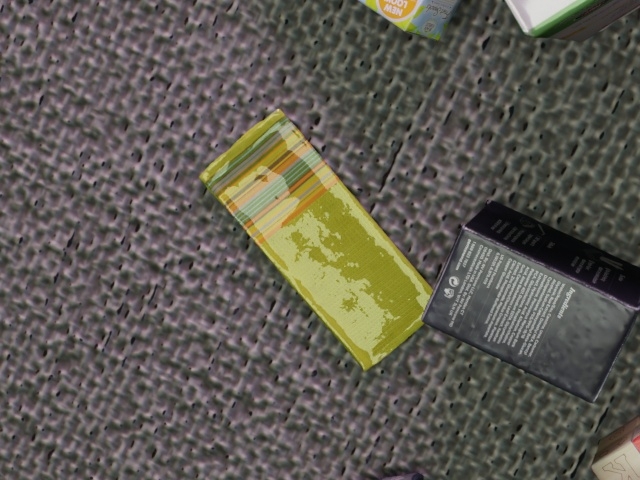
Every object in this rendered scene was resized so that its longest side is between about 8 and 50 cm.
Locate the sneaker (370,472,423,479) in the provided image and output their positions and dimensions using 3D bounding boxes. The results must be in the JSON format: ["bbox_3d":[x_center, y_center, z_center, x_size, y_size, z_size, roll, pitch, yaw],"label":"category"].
[{"bbox_3d":[0.098,0.345,1.511,0.121,0.111,0.300,-28,93,13],"label":"sneaker"}]

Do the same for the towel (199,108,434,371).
[{"bbox_3d":[0.000,0.000,1.523,0.102,0.021,0.237,-41,87,18],"label":"towel"}]

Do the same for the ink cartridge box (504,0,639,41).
[{"bbox_3d":[0.237,-0.252,1.289,0.201,0.278,0.117,-32,87,17],"label":"ink cartridge box"}]

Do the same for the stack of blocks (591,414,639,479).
[{"bbox_3d":[0.400,0.169,1.411,0.297,0.087,0.171,-37,89,17],"label":"stack of blocks"}]

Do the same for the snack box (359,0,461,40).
[{"bbox_3d":[0.073,-0.300,1.408,0.174,0.070,0.207,37,107,26],"label":"snack box"}]

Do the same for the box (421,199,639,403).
[{"bbox_3d":[0.184,0.047,1.412,0.158,0.156,0.093,25,105,9],"label":"box"}]
